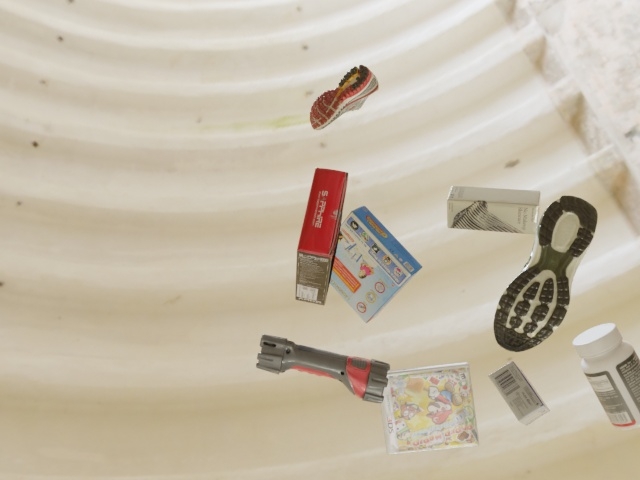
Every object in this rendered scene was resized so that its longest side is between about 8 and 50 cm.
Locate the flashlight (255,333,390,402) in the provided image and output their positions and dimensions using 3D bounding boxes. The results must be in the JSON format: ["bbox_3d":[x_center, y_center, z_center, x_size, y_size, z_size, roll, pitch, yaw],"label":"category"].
[{"bbox_3d":[0.005,0.299,1.725,0.103,0.304,0.103,88,-166,-80],"label":"flashlight"}]

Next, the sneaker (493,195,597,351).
[{"bbox_3d":[0.564,0.095,1.857,0.158,0.410,0.182,28,179,16],"label":"sneaker"}]

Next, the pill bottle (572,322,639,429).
[{"bbox_3d":[0.875,0.398,2.193,0.283,0.161,0.161,62,-159,-1],"label":"pill bottle"}]

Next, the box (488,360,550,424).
[{"bbox_3d":[0.473,0.365,1.764,0.126,0.072,0.137,59,-171,27],"label":"box"}]

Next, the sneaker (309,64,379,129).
[{"bbox_3d":[0.065,-0.368,1.996,0.093,0.225,0.088,24,-142,-50],"label":"sneaker"}]

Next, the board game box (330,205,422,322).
[{"bbox_3d":[0.160,0.087,2.652,0.308,0.302,0.086,48,-139,12],"label":"board game box"}]

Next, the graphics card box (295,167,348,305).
[{"bbox_3d":[0.000,0.000,1.926,0.371,0.094,0.232,93,-172,-67],"label":"graphics card box"}]

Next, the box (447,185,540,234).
[{"bbox_3d":[0.534,-0.095,2.292,0.094,0.275,0.113,-60,-32,-52],"label":"box"}]

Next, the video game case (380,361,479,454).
[{"bbox_3d":[0.261,0.410,1.808,0.026,0.227,0.206,-47,-51,-81],"label":"video game case"}]
